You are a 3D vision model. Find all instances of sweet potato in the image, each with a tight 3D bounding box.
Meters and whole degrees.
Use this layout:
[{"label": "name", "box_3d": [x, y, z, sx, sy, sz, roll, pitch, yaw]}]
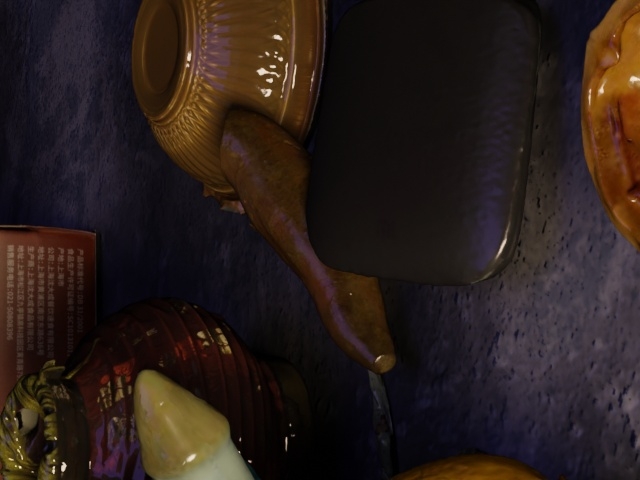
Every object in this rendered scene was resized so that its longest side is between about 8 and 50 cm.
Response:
[{"label": "sweet potato", "box_3d": [0.000, 0.000, 1.101, 0.244, 0.077, 0.077, 55, 134, 26]}]

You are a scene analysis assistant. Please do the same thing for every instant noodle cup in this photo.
[{"label": "instant noodle cup", "box_3d": [-0.098, -0.162, 1.261, 0.274, 0.090, 0.274, -10, 78, 60]}]

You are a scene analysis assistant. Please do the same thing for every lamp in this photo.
[{"label": "lamp", "box_3d": [-0.131, 0.162, 1.154, 0.247, 0.247, 0.247, -10, 78, 59]}]

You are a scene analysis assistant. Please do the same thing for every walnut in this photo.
[{"label": "walnut", "box_3d": [0.215, -0.050, 0.713, 0.211, 0.087, 0.167, -121, 38, -47]}]

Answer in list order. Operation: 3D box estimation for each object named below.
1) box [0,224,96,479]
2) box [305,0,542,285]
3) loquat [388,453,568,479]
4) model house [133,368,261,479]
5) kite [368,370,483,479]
[{"label": "box", "box_3d": [-0.364, 0.199, 1.646, 0.344, 0.122, 0.385, -16, 73, 59]}, {"label": "box", "box_3d": [0.065, -0.070, 0.990, 0.212, 0.042, 0.201, 2, 81, 52]}, {"label": "loquat", "box_3d": [0.096, 0.216, 0.777, 0.208, 0.208, 0.208, -10, 78, 59]}, {"label": "model house", "box_3d": [-0.072, 0.239, 0.937, 0.267, 0.194, 0.325, 4, 124, 60]}, {"label": "kite", "box_3d": [0.050, 0.183, 1.051, 0.229, 0.012, 0.250, -39, 53, 50]}]
